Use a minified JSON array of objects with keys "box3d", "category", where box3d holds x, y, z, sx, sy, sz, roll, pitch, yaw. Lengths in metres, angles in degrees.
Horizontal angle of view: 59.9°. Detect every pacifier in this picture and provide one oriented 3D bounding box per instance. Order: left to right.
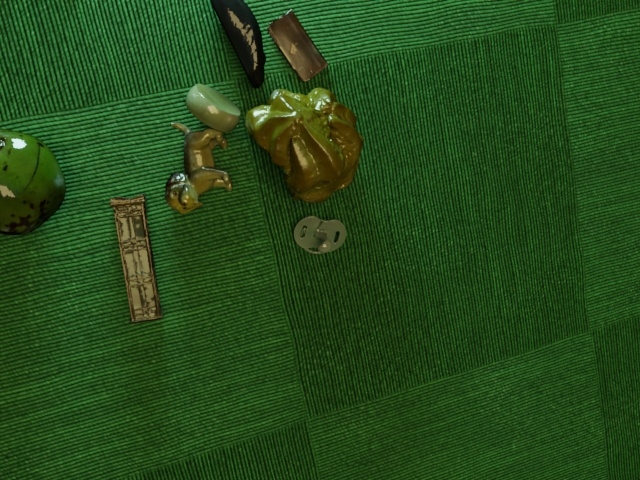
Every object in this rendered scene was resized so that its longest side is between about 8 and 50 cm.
[{"box3d":[0.000,0.000,1.543,0.150,0.117,0.127,14,120,-19],"category":"pacifier"}]

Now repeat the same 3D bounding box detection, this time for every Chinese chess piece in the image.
[{"box3d":[-0.272,-0.334,1.410,0.144,0.144,0.058,31,113,-16],"category":"Chinese chess piece"}]

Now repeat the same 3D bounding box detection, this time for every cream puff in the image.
[{"box3d":[-0.013,-0.255,1.426,0.274,0.270,0.323,-41,107,-11],"category":"cream puff"}]

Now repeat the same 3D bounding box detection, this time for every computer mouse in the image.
[{"box3d":[-0.193,-0.522,1.406,0.086,0.137,0.270,-25,102,0],"category":"computer mouse"}]

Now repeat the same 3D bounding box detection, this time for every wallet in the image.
[{"box3d":[-0.062,-0.522,1.498,0.095,0.026,0.176,-41,106,-12],"category":"wallet"}]

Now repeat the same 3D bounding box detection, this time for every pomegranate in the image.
[{"box3d":[-0.723,-0.122,1.286,0.254,0.254,0.271,2,130,-14],"category":"pomegranate"}]

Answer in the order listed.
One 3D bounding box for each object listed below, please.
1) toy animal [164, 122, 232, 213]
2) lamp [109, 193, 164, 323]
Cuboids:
[{"box3d":[-0.313,-0.181,1.440,0.168,0.121,0.233,5,93,-4],"category":"toy animal"},{"box3d":[-0.473,0.046,1.440,0.090,0.089,0.326,-9,100,-13],"category":"lamp"}]
